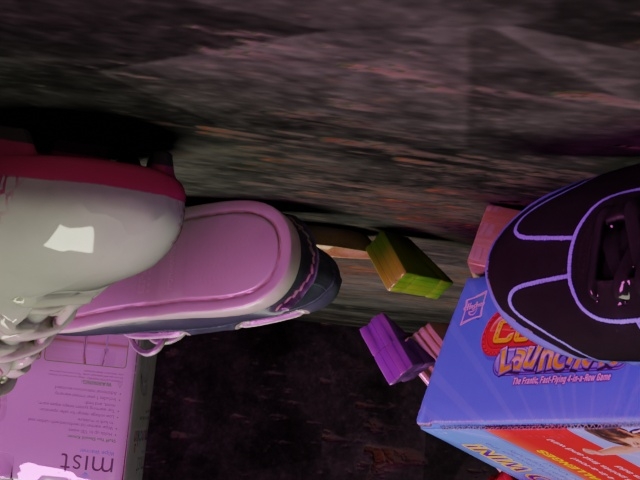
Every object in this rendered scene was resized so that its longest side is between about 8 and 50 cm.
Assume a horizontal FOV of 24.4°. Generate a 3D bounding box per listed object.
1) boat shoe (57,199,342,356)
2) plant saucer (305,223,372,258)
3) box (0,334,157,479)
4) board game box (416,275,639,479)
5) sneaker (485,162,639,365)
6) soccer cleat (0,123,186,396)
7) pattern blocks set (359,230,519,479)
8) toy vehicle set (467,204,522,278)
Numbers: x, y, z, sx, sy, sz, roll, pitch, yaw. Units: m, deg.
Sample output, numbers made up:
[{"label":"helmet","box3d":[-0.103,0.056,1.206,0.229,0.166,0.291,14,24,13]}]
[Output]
[{"label":"boat shoe","box3d":[-0.108,0.019,0.923,0.255,0.095,0.079,-7,158,29]},{"label":"plant saucer","box3d":[0.000,0.000,0.989,0.083,0.015,0.083,6,174,1]},{"label":"box","box3d":[-0.297,0.118,1.449,0.262,0.231,0.127,5,175,3]},{"label":"board game box","box3d":[0.257,0.105,0.682,0.308,0.086,0.302,30,160,-26]},{"label":"sneaker","box3d":[0.140,-0.001,0.494,0.232,0.081,0.090,-8,165,41]},{"label":"soccer cleat","box3d":[-0.160,0.026,0.732,0.116,0.143,0.331,9,174,-30]},{"label":"pattern blocks set","box3d":[0.122,0.109,0.920,0.026,0.285,0.325,-43,153,15]},{"label":"toy vehicle set","box3d":[0.220,0.056,0.777,0.267,0.035,0.166,12,160,23]}]
